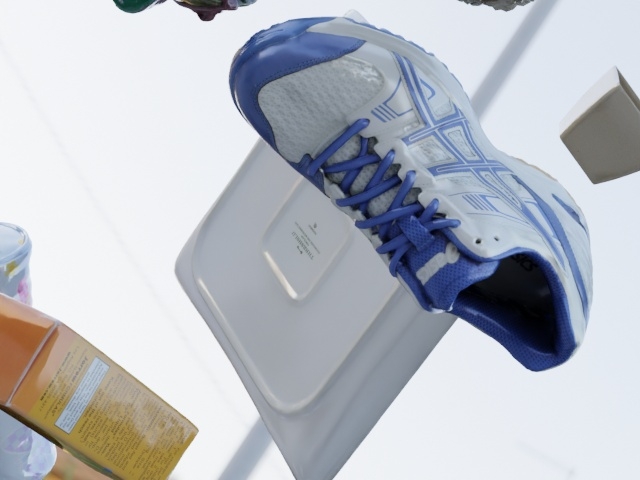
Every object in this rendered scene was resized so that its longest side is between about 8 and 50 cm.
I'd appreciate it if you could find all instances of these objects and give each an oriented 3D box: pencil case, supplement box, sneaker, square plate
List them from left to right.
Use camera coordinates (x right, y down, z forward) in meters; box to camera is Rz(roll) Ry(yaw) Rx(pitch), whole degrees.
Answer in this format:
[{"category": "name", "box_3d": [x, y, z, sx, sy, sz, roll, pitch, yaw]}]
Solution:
[{"category": "pencil case", "box_3d": [-0.327, 0.116, 1.446, 0.113, 0.124, 0.273, 4, -63, 10]}, {"category": "supplement box", "box_3d": [-0.190, 0.128, 1.163, 0.078, 0.080, 0.233, 20, -15, 33]}, {"category": "square plate", "box_3d": [0.000, 0.000, 1.370, 0.049, 0.344, 0.347, 17, 27, -42]}, {"category": "sneaker", "box_3d": [0.069, -0.028, 0.932, 0.296, 0.131, 0.112, 32, -57, -21]}]

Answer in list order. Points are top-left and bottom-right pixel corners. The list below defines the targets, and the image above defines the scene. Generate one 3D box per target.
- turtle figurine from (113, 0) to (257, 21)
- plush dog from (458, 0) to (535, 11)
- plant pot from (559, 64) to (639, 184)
[{"category": "turtle figurine", "box_3d": [-0.068, -0.203, 0.965, 0.175, 0.234, 0.118, 29, -64, 24]}, {"category": "plush dog", "box_3d": [0.168, -0.280, 0.826, 0.262, 0.210, 0.225, -6, -54, 14]}, {"category": "plant pot", "box_3d": [0.343, -0.129, 1.745, 0.109, 0.096, 0.109, 53, 19, -10]}]
